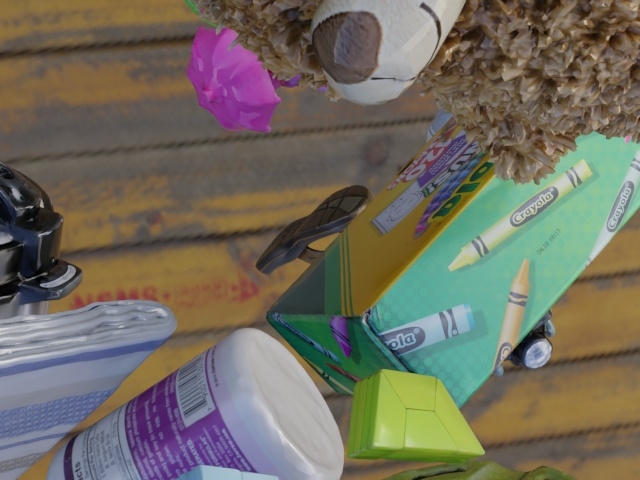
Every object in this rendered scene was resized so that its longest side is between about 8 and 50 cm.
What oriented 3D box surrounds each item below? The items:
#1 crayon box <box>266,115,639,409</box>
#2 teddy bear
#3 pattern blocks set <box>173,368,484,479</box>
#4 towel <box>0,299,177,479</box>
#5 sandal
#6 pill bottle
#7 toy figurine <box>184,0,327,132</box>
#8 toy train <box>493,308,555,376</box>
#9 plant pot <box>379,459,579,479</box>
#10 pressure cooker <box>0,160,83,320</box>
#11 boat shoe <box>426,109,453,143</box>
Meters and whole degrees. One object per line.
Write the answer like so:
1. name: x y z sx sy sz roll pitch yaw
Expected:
1. crayon box: 0.109 -0.022 0.894 0.278 0.165 0.081 -46 103 -16
2. teddy bear: 0.114 -0.088 0.581 0.338 0.245 0.113 15 74 -35
3. pattern blocks set: 0.075 0.188 0.632 0.026 0.285 0.325 -32 159 32
4. towel: -0.238 0.123 0.916 0.209 0.034 0.285 -7 153 -46
5. sandal: 0.000 0.000 1.667 0.060 0.090 0.219 46 140 -8
6. pill bottle: -0.142 0.224 1.336 0.301 0.169 0.169 -34 123 15
7. toy figurine: -0.029 -0.143 1.036 0.173 0.159 0.130 3 139 2
8. toy train: 0.220 0.057 2.141 0.142 0.334 0.190 -35 130 -7
9. plant pot: 0.114 0.303 1.035 0.276 0.276 0.254 -10 101 -14
10. pressure cooker: -0.513 0.059 1.819 0.370 0.375 0.420 -3 117 -29
11. boat shoe: 0.174 -0.143 1.352 0.079 0.227 0.081 30 128 15
